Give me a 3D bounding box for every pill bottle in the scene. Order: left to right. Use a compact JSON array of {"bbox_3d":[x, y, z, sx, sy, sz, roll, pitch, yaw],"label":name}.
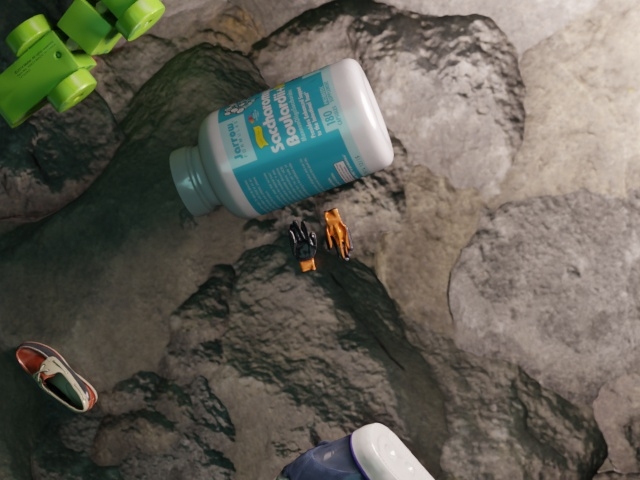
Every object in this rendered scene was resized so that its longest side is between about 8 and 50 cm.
[{"bbox_3d":[-0.052,-0.117,1.245,0.264,0.146,0.146,-21,96,9],"label":"pill bottle"}]

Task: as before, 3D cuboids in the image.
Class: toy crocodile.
[{"bbox_3d":[-0.300,-0.272,1.282,0.340,0.105,0.115,-41,93,16],"label":"toy crocodile"}]

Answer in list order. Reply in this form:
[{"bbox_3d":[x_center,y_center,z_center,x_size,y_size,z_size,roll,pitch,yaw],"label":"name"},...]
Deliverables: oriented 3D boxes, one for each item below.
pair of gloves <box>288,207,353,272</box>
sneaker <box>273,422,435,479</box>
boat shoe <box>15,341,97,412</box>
[{"bbox_3d":[0.000,0.000,1.327,0.083,0.010,0.074,-17,98,12],"label":"pair of gloves"},{"bbox_3d":[0.066,0.417,1.337,0.236,0.130,0.323,-35,98,20],"label":"sneaker"},{"bbox_3d":[-0.374,0.192,1.386,0.137,0.043,0.049,39,103,1],"label":"boat shoe"}]
